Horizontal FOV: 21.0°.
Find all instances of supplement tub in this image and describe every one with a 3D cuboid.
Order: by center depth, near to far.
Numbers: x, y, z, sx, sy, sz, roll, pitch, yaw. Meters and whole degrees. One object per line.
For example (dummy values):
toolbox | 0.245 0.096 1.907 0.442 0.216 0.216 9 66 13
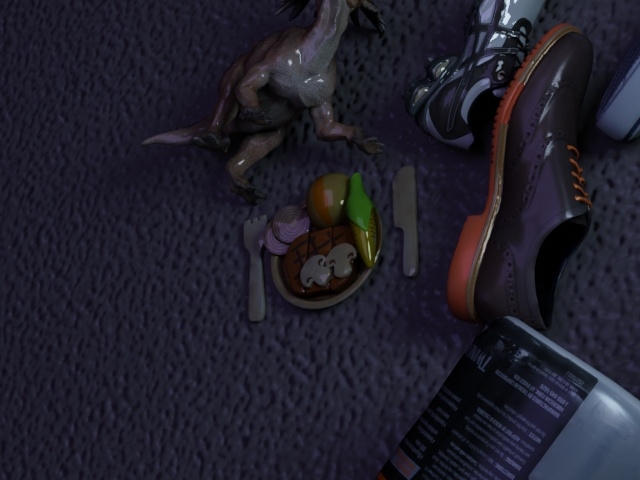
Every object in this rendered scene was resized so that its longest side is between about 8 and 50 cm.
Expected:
supplement tub | 0.120 0.244 1.292 0.207 0.207 0.338 36 91 41

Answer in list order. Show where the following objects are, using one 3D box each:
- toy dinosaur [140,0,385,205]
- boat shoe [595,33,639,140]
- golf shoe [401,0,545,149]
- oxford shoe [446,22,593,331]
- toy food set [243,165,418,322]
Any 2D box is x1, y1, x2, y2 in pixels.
toy dinosaur | -0.038 -0.164 1.675 0.295 0.127 0.200 -25 47 38
boat shoe | 0.346 -0.195 1.427 0.094 0.109 0.302 36 105 -2
golf shoe | 0.166 -0.168 1.566 0.094 0.077 0.198 41 100 30
oxford shoe | 0.197 -0.051 1.469 0.098 0.097 0.271 15 87 35
toy food set | 0.000 0.000 1.611 0.192 0.038 0.132 -19 58 27
